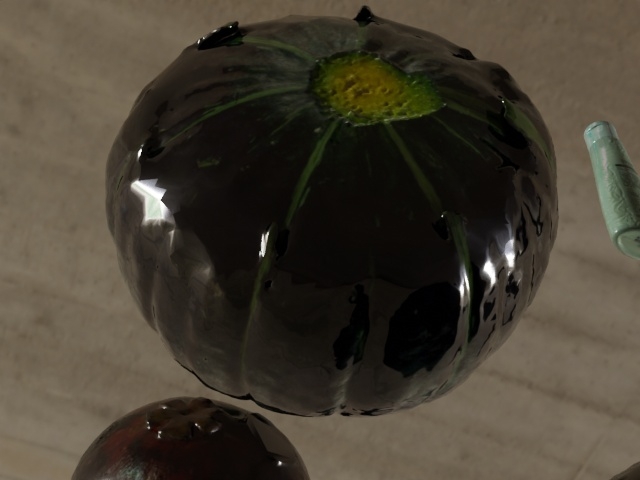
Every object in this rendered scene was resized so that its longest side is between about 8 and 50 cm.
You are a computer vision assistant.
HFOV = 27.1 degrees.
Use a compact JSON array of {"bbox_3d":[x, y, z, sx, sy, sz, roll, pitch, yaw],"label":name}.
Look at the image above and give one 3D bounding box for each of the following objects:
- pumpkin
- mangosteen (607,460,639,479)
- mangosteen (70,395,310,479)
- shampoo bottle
[{"bbox_3d":[0.000,0.000,0.890,0.296,0.295,0.295,15,-143,-12],"label":"pumpkin"},{"bbox_3d":[0.263,0.300,0.702,0.435,0.382,0.382,29,-158,-49],"label":"mangosteen"},{"bbox_3d":[-0.144,0.326,1.523,0.311,0.311,0.311,15,-143,-12],"label":"mangosteen"},{"bbox_3d":[0.311,-0.057,1.383,0.069,0.041,0.190,18,-143,-20],"label":"shampoo bottle"}]
